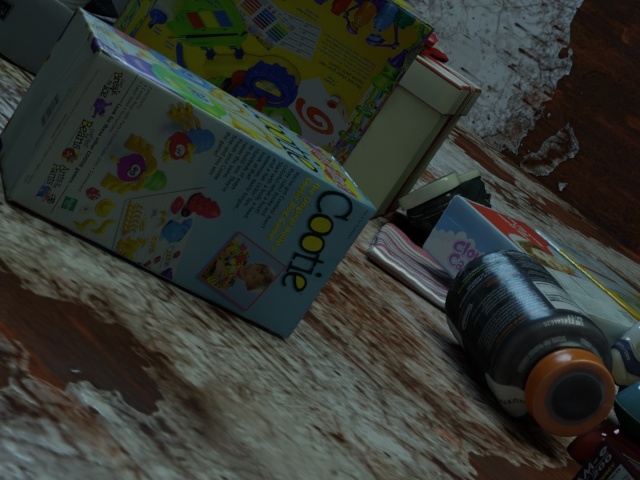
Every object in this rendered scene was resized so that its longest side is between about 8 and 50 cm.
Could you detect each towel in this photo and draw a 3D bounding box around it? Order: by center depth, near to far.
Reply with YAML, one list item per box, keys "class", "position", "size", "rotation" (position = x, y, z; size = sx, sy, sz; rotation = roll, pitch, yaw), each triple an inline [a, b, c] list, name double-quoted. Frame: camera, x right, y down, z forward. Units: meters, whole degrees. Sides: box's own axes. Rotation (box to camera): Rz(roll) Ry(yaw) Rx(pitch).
- class: "towel"
  position: [0.129, 0.034, 1.804]
  size: [0.144, 0.029, 0.197]
  rotation: [34, 12, 1]

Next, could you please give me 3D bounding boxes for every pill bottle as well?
- class: "pill bottle"
  position: [0.225, 0.112, 1.503]
  size: [0.130, 0.130, 0.245]
  rotation: [30, 13, -21]

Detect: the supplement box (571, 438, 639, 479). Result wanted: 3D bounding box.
- class: "supplement box"
  position: [0.320, 0.281, 1.223]
  size: [0.130, 0.073, 0.239]
  rotation: [29, 14, -27]

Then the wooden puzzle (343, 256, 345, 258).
- class: "wooden puzzle"
  position: [0.000, 0.000, 1.641]
  size: [0.083, 0.006, 0.049]
  rotation: [20, 18, -49]

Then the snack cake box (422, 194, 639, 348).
- class: "snack cake box"
  position: [0.267, 0.062, 1.784]
  size: [0.152, 0.089, 0.264]
  rotation: [17, 22, -44]

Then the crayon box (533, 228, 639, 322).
- class: "crayon box"
  position: [0.466, 0.121, 2.237]
  size: [0.203, 0.083, 0.323]
  rotation: [23, 15, -43]

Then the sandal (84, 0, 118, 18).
- class: "sandal"
  position: [-0.240, -0.391, 2.209]
  size: [0.107, 0.167, 0.446]
  rotation: [21, 3, 32]

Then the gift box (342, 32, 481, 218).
- class: "gift box"
  position: [0.060, -0.212, 2.036]
  size: [0.276, 0.258, 0.255]
  rotation: [36, 11, 3]

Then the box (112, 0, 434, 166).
- class: "box"
  position: [-0.076, -0.226, 1.672]
  size: [0.290, 0.279, 0.177]
  rotation: [30, 12, -21]

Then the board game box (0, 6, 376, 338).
- class: "board game box"
  position: [-0.116, -0.056, 1.216]
  size: [0.275, 0.144, 0.142]
  rotation: [29, 12, -25]

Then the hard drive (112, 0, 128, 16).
- class: "hard drive"
  position: [-0.194, -0.278, 1.921]
  size: [0.307, 0.040, 0.203]
  rotation: [43, -17, 36]

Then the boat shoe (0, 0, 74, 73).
- class: "boat shoe"
  position: [-0.384, -0.291, 1.514]
  size: [0.306, 0.113, 0.105]
  rotation: [31, 5, -28]

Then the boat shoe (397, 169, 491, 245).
- class: "boat shoe"
  position: [0.192, -0.033, 2.056]
  size: [0.113, 0.127, 0.340]
  rotation: [65, 6, 3]

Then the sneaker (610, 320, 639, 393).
- class: "sneaker"
  position: [0.427, 0.200, 1.750]
  size: [0.296, 0.131, 0.112]
  rotation: [57, 0, -35]

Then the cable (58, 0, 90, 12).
- class: "cable"
  position: [-0.408, -0.378, 1.853]
  size: [0.257, 0.089, 0.257]
  rotation: [39, 12, 24]

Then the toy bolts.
- class: "toy bolts"
  position: [0.344, 0.165, 1.541]
  size: [0.218, 0.158, 0.228]
  rotation: [37, 12, 11]
